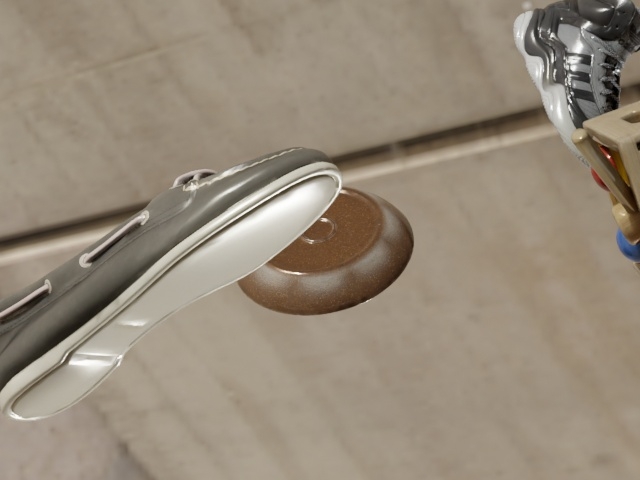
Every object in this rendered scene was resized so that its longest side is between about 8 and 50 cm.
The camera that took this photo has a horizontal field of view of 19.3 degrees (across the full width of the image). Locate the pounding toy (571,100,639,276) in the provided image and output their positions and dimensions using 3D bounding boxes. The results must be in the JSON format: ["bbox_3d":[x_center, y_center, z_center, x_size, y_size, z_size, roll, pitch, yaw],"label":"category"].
[{"bbox_3d":[0.211,-0.033,1.180,0.141,0.100,0.130,-110,-1,-80],"label":"pounding toy"}]

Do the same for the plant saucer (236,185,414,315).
[{"bbox_3d":[0.000,0.000,2.016,0.198,0.199,0.036,-61,-31,-42],"label":"plant saucer"}]

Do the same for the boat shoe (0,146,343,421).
[{"bbox_3d":[-0.136,0.012,1.422,0.112,0.335,0.095,16,-139,-60],"label":"boat shoe"}]

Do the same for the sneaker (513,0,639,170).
[{"bbox_3d":[0.337,-0.198,2.221,0.101,0.153,0.268,30,-148,-51],"label":"sneaker"}]
